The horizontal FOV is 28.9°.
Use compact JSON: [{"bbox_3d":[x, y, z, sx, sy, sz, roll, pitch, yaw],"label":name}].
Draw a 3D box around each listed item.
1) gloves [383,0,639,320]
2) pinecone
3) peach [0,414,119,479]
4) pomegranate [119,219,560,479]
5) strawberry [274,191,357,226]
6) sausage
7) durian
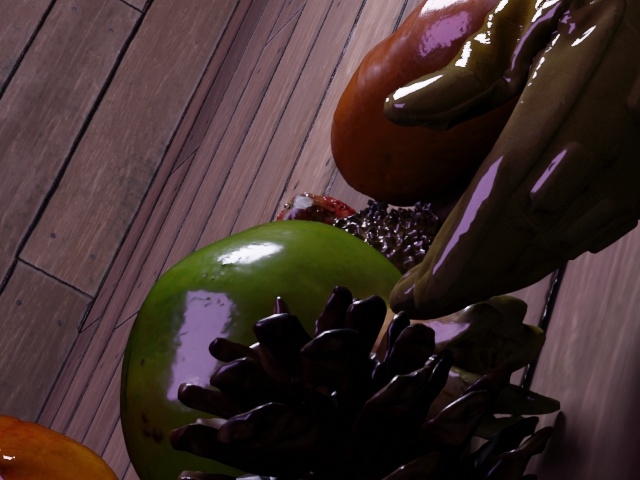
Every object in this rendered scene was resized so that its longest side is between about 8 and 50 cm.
[{"bbox_3d":[0.151,-0.079,0.685,0.141,0.154,0.331,15,58,34],"label":"gloves"},{"bbox_3d":[0.015,0.117,0.605,0.208,0.208,0.208,-54,17,24],"label":"pinecone"},{"bbox_3d":[-0.332,0.320,1.213,0.343,0.343,0.301,-87,8,-58],"label":"peach"},{"bbox_3d":[0.006,0.090,0.801,0.302,0.236,0.236,-22,40,48],"label":"pomegranate"},{"bbox_3d":[-0.001,-0.001,1.159,0.106,0.106,0.106,-54,17,24],"label":"strawberry"},{"bbox_3d":[0.097,-0.123,1.026,0.258,0.133,0.133,-43,23,47],"label":"sausage"},{"bbox_3d":[0.024,0.037,1.041,0.188,0.091,0.148,-59,15,12],"label":"durian"}]
